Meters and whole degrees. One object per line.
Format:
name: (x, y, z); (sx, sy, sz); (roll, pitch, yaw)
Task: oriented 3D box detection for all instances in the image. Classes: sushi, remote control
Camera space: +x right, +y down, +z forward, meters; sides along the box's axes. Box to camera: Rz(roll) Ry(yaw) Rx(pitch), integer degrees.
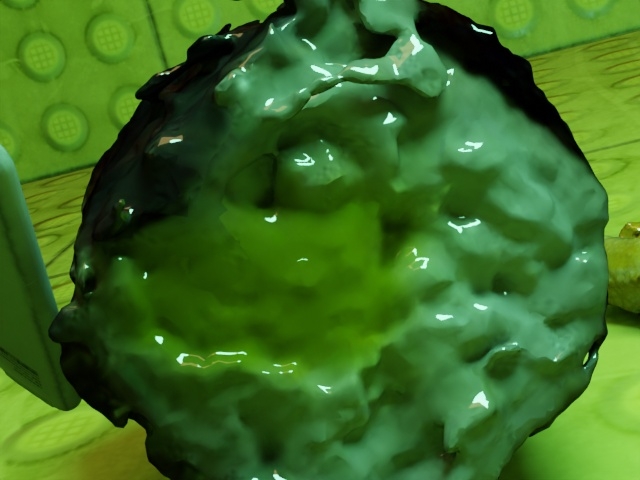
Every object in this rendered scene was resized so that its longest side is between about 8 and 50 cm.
sushi: (0.001, 0.001, 0.688); (0.299, 0.281, 0.294); (-59, 8, 3)
remote control: (-0.172, 0.018, 0.635); (0.067, 0.261, 0.029); (31, 60, 18)

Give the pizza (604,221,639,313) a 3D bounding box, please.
pizza: (0.351, -0.009, 0.837); (0.335, 0.086, 0.226); (-8, 17, 35)
